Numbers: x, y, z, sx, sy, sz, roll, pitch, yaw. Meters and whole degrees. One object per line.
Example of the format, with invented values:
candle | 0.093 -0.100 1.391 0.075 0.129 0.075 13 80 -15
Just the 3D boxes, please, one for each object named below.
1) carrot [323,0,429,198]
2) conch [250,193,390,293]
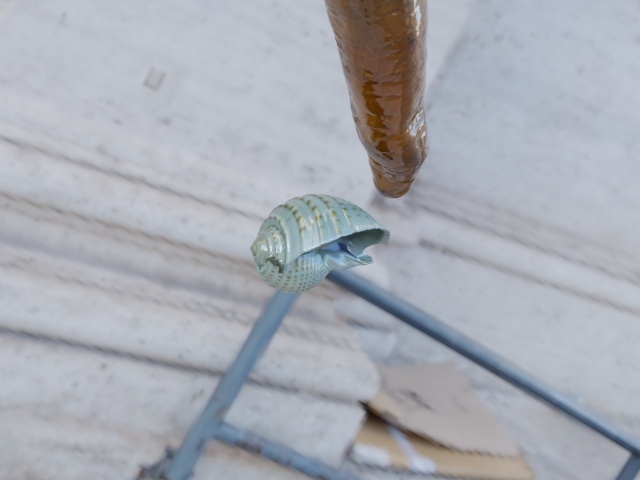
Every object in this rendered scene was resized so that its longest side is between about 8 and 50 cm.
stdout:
carrot | 0.039 -0.096 0.814 0.059 0.059 0.248 35 -23 28
conch | -0.003 -0.003 0.855 0.085 0.076 0.057 -21 76 -33
